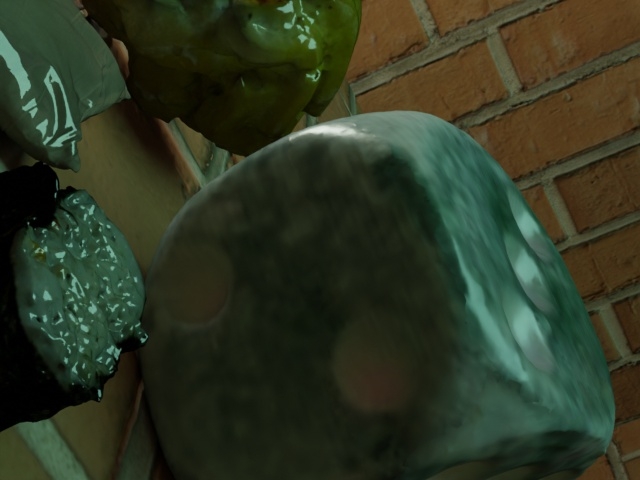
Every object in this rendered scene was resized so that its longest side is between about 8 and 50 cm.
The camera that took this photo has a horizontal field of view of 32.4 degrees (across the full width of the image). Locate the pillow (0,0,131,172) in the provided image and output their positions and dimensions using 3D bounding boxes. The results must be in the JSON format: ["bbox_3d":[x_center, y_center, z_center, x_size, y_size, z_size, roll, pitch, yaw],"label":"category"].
[{"bbox_3d":[-0.246,-0.158,0.976,0.173,0.067,0.270,57,13,-19],"label":"pillow"}]

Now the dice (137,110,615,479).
[{"bbox_3d":[0.055,0.107,1.030,0.328,0.330,0.348,23,43,-54],"label":"dice"}]

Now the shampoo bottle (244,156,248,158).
[{"bbox_3d":[-0.072,-0.068,1.648,0.065,0.065,0.204,-72,138,-74],"label":"shampoo bottle"}]

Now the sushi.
[{"bbox_3d":[-0.194,0.036,0.698,0.212,0.115,0.147,-84,152,-72],"label":"sushi"}]

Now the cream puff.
[{"bbox_3d":[-0.120,-0.250,1.303,0.291,0.325,0.257,-75,179,-49],"label":"cream puff"}]
